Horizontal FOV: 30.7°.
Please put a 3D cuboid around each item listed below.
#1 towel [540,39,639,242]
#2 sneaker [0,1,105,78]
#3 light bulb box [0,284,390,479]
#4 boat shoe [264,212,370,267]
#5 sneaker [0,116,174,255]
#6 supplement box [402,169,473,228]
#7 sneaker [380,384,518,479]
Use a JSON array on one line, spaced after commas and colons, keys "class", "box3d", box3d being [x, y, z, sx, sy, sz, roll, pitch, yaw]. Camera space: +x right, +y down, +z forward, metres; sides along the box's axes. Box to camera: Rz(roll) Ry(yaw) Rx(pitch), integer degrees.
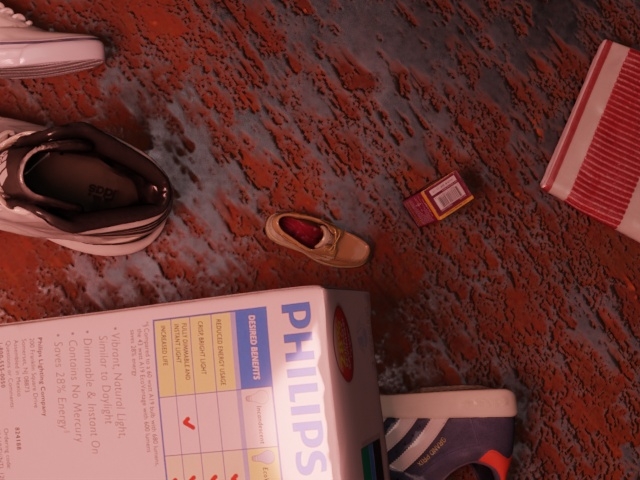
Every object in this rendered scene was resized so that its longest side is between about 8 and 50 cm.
[{"class": "towel", "box3d": [0.476, -0.099, 1.562, 0.329, 0.037, 0.237, 26, 79, -9]}, {"class": "sneaker", "box3d": [-0.375, -0.233, 1.319, 0.258, 0.094, 0.091, -2, 88, -15]}, {"class": "light bulb box", "box3d": [-0.122, 0.240, 1.184, 0.361, 0.225, 0.357, -7, 85, 14]}, {"class": "boat shoe", "box3d": [0.000, 0.000, 1.414, 0.135, 0.045, 0.050, 15, 79, -13]}, {"class": "sneaker", "box3d": [-0.366, -0.093, 1.219, 0.448, 0.257, 0.169, 9, 81, -13]}, {"class": "supplement box", "box3d": [0.144, -0.050, 1.440, 0.055, 0.083, 0.043, -34, 92, -17]}, {"class": "sneaker", "box3d": [0.067, 0.248, 1.359, 0.350, 0.131, 0.148, 1, 86, -12]}]
